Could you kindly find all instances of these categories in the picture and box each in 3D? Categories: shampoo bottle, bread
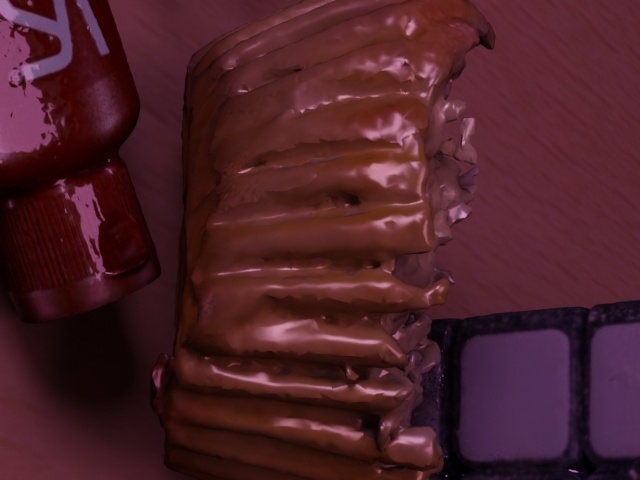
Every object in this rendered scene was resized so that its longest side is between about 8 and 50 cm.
[{"bbox_3d":[-0.151,-0.120,0.698,0.118,0.076,0.314,-32,109,-55],"label":"shampoo bottle"},{"bbox_3d":[0.000,0.000,0.765,0.149,0.274,0.274,7,75,-6],"label":"bread"}]

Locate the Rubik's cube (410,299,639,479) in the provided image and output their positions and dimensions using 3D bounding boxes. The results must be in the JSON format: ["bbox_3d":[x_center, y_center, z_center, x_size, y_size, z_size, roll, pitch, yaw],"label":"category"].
[{"bbox_3d":[0.230,0.222,0.882,0.344,0.344,0.337,15,72,-47],"label":"Rubik's cube"}]
